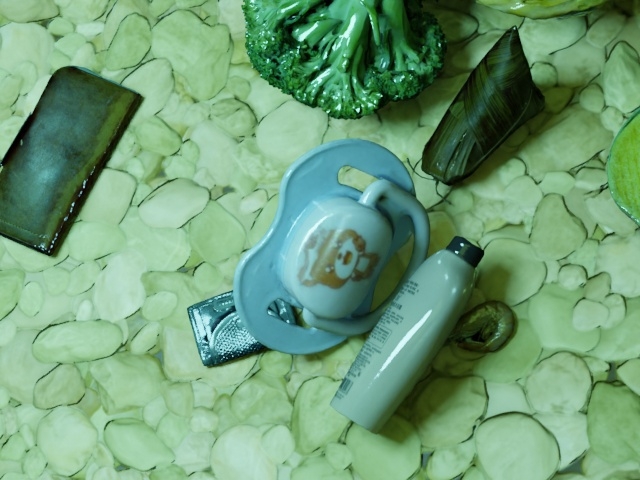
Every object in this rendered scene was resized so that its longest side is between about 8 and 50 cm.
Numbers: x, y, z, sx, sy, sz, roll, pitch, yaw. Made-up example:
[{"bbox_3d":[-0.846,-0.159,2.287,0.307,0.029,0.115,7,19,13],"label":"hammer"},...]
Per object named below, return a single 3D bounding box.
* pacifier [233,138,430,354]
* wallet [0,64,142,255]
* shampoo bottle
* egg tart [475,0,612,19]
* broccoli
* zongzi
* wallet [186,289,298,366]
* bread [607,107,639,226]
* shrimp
[{"bbox_3d":[0.000,0.000,1.903,0.207,0.227,0.279,37,101,54],"label":"pacifier"},{"bbox_3d":[-0.352,-0.113,2.072,0.137,0.031,0.255,23,76,19],"label":"wallet"},{"bbox_3d":[0.109,0.106,1.849,0.078,0.127,0.257,33,88,-9],"label":"shampoo bottle"},{"bbox_3d":[0.280,-0.412,1.983,0.345,0.132,0.345,0,68,0],"label":"egg tart"},{"bbox_3d":[0.034,-0.280,1.956,0.269,0.241,0.261,28,55,-9],"label":"broccoli"},{"bbox_3d":[0.184,-0.158,1.891,0.084,0.184,0.187,41,82,23],"label":"zongzi"},{"bbox_3d":[-0.098,0.100,1.941,0.129,0.026,0.088,-20,67,4],"label":"wallet"},{"bbox_3d":[0.462,-0.082,1.888,0.228,0.033,0.229,-3,70,9],"label":"bread"},{"bbox_3d":[0.187,0.114,1.880,0.108,0.023,0.059,-33,76,-1],"label":"shrimp"}]
